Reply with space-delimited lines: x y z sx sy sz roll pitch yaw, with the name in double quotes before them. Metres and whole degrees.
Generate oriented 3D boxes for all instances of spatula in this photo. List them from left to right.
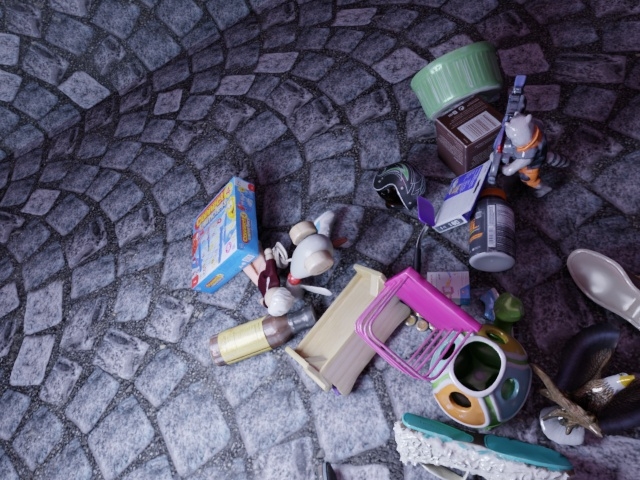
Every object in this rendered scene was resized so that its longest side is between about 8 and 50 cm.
"spatula" 0.322 0.003 1.377 0.030 0.084 0.296 -5 69 55

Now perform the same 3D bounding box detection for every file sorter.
"file sorter" 0.214 0.214 1.071 0.202 0.291 0.182 40 81 6

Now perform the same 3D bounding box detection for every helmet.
"helmet" 0.278 -0.185 1.469 0.161 0.169 0.169 1 60 38

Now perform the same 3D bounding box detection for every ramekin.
"ramekin" 0.488 -0.549 1.531 0.303 0.303 0.148 -20 87 6

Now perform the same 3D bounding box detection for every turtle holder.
"turtle holder" 0.422 0.312 1.079 0.320 0.227 0.243 -34 57 3

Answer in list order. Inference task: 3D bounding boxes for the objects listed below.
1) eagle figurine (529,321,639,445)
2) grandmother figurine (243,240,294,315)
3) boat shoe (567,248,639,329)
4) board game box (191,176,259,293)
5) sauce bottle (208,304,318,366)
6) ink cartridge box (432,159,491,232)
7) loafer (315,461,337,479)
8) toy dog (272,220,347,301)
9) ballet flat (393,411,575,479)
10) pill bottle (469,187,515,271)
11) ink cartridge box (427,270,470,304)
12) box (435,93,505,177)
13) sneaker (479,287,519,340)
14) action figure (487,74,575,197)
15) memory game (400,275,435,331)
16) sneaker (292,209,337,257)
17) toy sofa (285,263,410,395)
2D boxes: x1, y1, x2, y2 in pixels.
"eagle figurine" 0.673 0.352 1.034 0.298 0.225 0.226 -16 93 -33
"grandmother figurine" -0.179 0.131 1.406 0.104 0.208 0.342 -14 31 -20
"boat shoe" 0.812 0.140 1.143 0.324 0.096 0.117 48 123 37
"board game box" -0.344 -0.014 1.527 0.308 0.086 0.302 -37 49 36
"sauce bottle" -0.176 0.296 1.369 0.344 0.111 0.111 -20 57 4
"ink cartridge box" 0.459 -0.138 1.368 0.045 0.208 0.206 32 70 -8
"loafer" 0.018 0.705 1.077 0.084 0.096 0.267 -24 58 11
"toy dog" -0.019 0.069 1.346 0.161 0.333 0.220 -11 79 -24
"ballet flat" 0.379 0.535 1.054 0.409 0.147 0.147 7 63 25
"pill bottle" 0.524 -0.038 1.321 0.130 0.130 0.246 1 61 19
"ink cartridge box" 0.381 0.143 1.292 0.122 0.052 0.088 -4 60 17
"box" 0.507 -0.338 1.457 0.168 0.203 0.167 -31 56 -2
"sneaker" 0.505 0.220 1.230 0.073 0.063 0.162 -32 54 26
"action figure" 0.630 -0.308 1.276 0.178 0.330 0.341 13 90 41
"memory game" 0.324 0.190 1.323 0.186 0.012 0.186 -8 58 13
"sneaker" 0.000 0.000 1.504 0.092 0.087 0.229 29 80 23
"toy sofa" 0.086 0.263 1.290 0.362 0.177 0.150 -49 27 -13
